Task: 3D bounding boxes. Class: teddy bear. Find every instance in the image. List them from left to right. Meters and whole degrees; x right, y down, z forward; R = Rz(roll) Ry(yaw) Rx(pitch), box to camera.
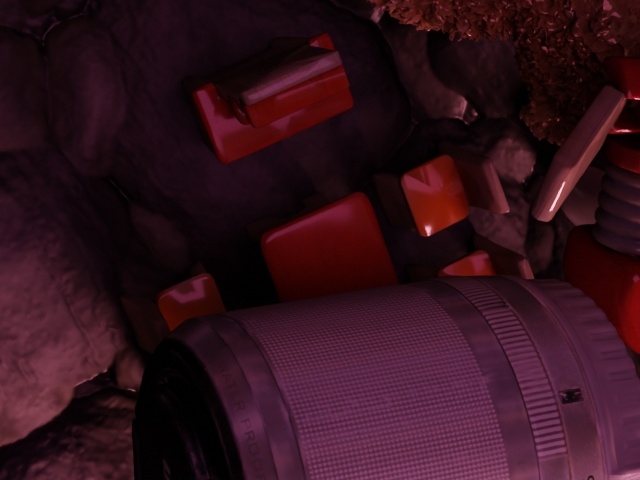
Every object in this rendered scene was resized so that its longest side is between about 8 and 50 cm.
[{"bbox_3d":[0.135,-0.227,1.236,0.338,0.113,0.245,35,81,-15],"label":"teddy bear"}]

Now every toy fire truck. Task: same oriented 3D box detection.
[{"bbox_3d":[0.209,-0.023,1.140,0.246,0.158,0.217,0,113,-24],"label":"toy fire truck"}]

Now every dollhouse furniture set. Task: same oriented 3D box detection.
[{"bbox_3d":[0.000,0.000,1.200,0.262,0.135,0.259,-25,108,-14],"label":"dollhouse furniture set"}]

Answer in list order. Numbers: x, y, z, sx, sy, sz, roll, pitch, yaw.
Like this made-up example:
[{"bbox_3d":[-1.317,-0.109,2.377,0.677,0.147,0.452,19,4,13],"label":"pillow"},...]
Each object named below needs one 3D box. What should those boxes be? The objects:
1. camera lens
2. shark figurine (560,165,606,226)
[{"bbox_3d":[0.035,0.139,1.093,0.274,0.219,0.219,-9,103,-22],"label":"camera lens"},{"bbox_3d":[0.322,-0.019,1.329,0.278,0.116,0.166,-20,108,-13],"label":"shark figurine"}]
